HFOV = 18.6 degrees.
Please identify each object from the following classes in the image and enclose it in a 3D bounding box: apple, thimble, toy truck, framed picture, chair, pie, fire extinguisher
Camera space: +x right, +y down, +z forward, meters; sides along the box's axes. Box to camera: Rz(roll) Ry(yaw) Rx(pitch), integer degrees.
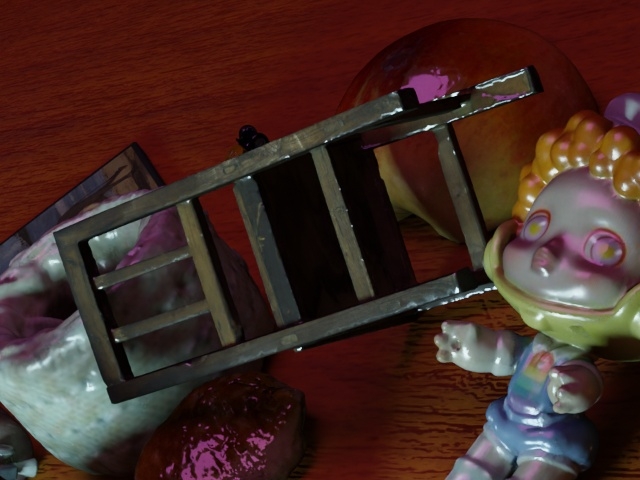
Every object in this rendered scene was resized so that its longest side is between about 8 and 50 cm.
[{"bbox_3d":[0.127,-0.139,1.998,0.251,0.163,0.293,-49,30,-19],"label":"apple"},{"bbox_3d":[-0.203,0.088,1.996,0.291,0.195,0.291,-29,29,18],"label":"thimble"},{"bbox_3d":[-0.064,-0.087,2.234,0.054,0.083,0.049,-53,27,1],"label":"toy truck"},{"bbox_3d":[-0.340,0.021,2.465,0.347,0.016,0.265,-38,27,0],"label":"framed picture"},{"bbox_3d":[0.000,0.000,1.797,0.416,0.203,0.240,-19,-1,37],"label":"chair"},{"bbox_3d":[-0.094,0.199,1.821,0.193,0.079,0.163,-39,32,-8],"label":"pie"},{"bbox_3d":[-0.380,0.217,2.105,0.105,0.105,0.269,-43,28,-12],"label":"fire extinguisher"}]

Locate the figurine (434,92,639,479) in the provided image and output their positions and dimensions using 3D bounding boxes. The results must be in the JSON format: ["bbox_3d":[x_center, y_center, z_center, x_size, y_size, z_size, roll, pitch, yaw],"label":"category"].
[{"bbox_3d":[0.206,0.072,1.568,0.382,0.205,0.224,-53,39,6],"label":"figurine"}]

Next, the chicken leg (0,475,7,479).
[{"bbox_3d":[-0.215,0.249,1.681,0.407,0.096,0.158,19,53,21],"label":"chicken leg"}]
